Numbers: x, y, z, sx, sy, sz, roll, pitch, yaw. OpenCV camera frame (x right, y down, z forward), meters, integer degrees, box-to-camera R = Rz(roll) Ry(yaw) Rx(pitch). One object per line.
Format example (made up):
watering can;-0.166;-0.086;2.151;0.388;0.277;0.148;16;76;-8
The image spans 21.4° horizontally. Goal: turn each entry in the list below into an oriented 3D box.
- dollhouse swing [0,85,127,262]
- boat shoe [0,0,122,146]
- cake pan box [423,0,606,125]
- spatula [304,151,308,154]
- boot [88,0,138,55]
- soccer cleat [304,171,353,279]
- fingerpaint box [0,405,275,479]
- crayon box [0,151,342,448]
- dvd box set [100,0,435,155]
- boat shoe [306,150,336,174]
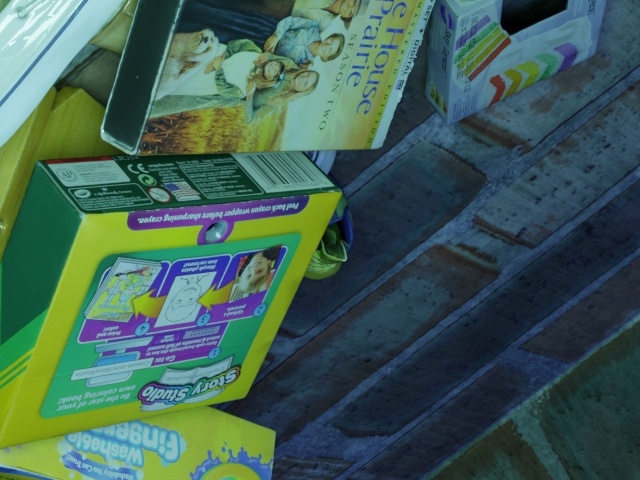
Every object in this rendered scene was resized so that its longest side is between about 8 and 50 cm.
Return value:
dollhouse swing;-0.407;-0.019;1.957;0.347;0.305;0.315;42;63;-64
boat shoe;-0.277;-0.263;1.581;0.156;0.136;0.367;35;98;-34
cake pan box;0.259;-0.290;2.214;0.246;0.070;0.267;-27;154;-15
spatula;-0.118;-0.041;2.078;0.242;0.019;0.168;-7;123;-41
boot;-0.163;-0.187;1.822;0.269;0.089;0.236;22;92;-56
soccer cleat;-0.001;0.000;2.378;0.093;0.121;0.289;-27;155;-11
fingerpaint box;-0.342;0.274;2.144;0.371;0.163;0.445;-13;153;40
crayon box;-0.187;0.055;1.854;0.363;0.106;0.313;-7;133;-44
dvd box set;-0.030;-0.240;1.810;0.420;0.062;0.307;-4;120;-52
boat shoe;-0.108;-0.035;2.228;0.119;0.121;0.335;4;127;-41
